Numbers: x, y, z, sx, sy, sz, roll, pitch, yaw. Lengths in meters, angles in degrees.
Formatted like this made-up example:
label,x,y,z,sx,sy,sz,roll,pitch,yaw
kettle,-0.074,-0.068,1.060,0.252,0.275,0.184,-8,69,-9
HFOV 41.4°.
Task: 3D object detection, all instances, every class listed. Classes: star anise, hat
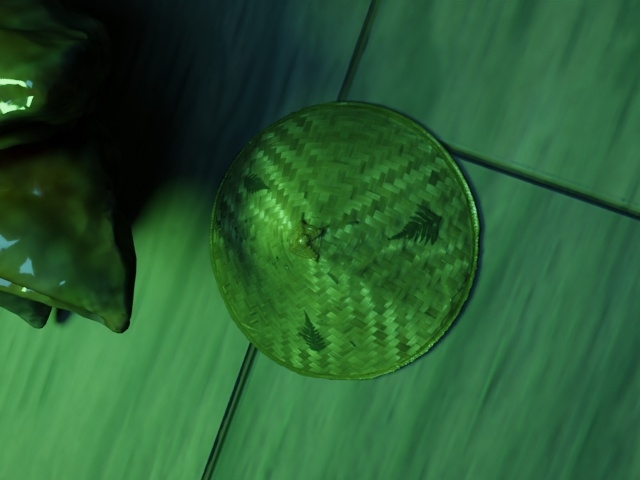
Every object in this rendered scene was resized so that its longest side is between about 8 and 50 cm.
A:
label,x,y,z,sx,sy,sz,roll,pitch,yaw
star anise,-0.178,-0.085,0.405,0.108,0.315,0.315,-31,79,-29
hat,0.000,0.000,0.409,0.146,0.067,0.146,0,90,16
